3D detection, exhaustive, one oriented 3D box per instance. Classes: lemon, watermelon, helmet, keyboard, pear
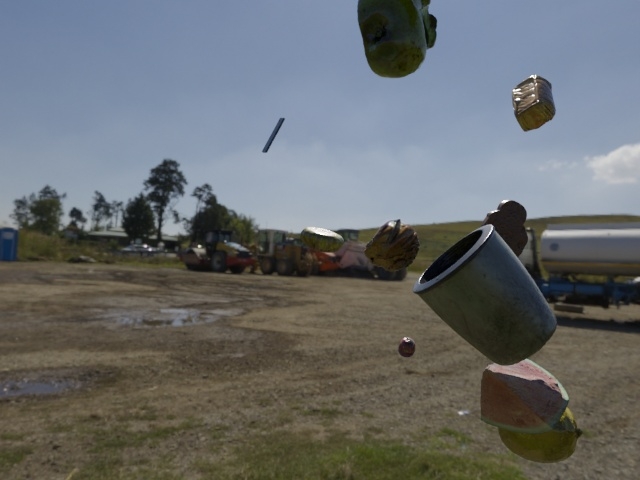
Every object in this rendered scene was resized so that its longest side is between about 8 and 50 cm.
[{"bbox_3d":[0.811,0.703,1.750,0.284,0.260,0.260,20,2,14],"label":"lemon"},{"bbox_3d":[0.660,0.549,1.588,0.293,0.250,0.283,7,2,-17],"label":"watermelon"},{"bbox_3d":[0.334,0.403,1.781,0.065,0.049,0.084,11,31,11],"label":"helmet"},{"bbox_3d":[-0.211,-0.472,2.085,0.014,0.176,0.055,28,-1,-25],"label":"keyboard"},{"bbox_3d":[0.187,-0.545,1.160,0.164,0.238,0.255,-9,33,26],"label":"pear"}]

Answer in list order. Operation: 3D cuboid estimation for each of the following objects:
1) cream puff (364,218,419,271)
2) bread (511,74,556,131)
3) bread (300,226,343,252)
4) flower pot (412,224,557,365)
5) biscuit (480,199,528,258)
[{"bbox_3d":[0.169,0.016,1.050,0.104,0.119,0.133,37,9,28],"label":"cream puff"},{"bbox_3d":[0.920,-0.595,2.004,0.119,0.288,0.153,39,-47,-22],"label":"bread"},{"bbox_3d":[0.000,0.000,2.213,0.214,0.104,0.213,16,9,-2],"label":"bread"},{"bbox_3d":[0.481,0.166,1.339,0.330,0.294,0.293,48,-3,-1],"label":"flower pot"},{"bbox_3d":[0.676,-0.011,1.726,0.209,0.290,0.041,28,-6,-18],"label":"biscuit"}]
